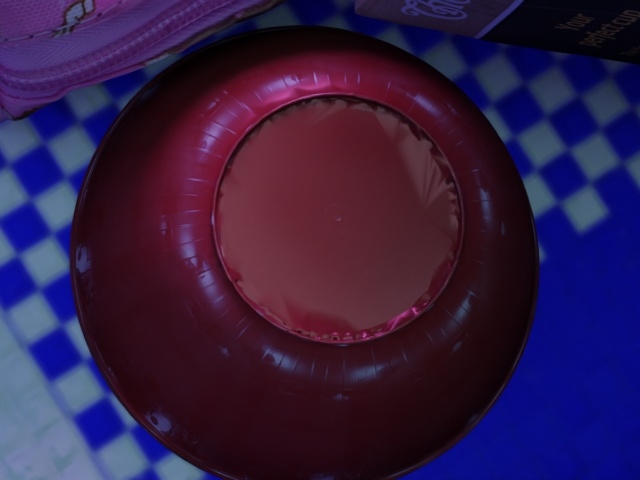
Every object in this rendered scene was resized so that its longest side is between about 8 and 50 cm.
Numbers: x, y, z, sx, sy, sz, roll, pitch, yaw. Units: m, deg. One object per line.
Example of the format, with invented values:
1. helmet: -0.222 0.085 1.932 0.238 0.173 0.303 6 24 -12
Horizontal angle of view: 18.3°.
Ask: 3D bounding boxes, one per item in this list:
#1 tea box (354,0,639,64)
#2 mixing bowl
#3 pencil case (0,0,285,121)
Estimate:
1. tea box: 0.198 -0.166 0.494 0.323 0.329 0.220 8 82 -8
2. mixing bowl: 0.000 0.000 0.714 0.181 0.098 0.181 1 82 -6
3. pencil case: 0.015 -0.174 0.715 0.386 0.167 0.160 -21 116 -9
